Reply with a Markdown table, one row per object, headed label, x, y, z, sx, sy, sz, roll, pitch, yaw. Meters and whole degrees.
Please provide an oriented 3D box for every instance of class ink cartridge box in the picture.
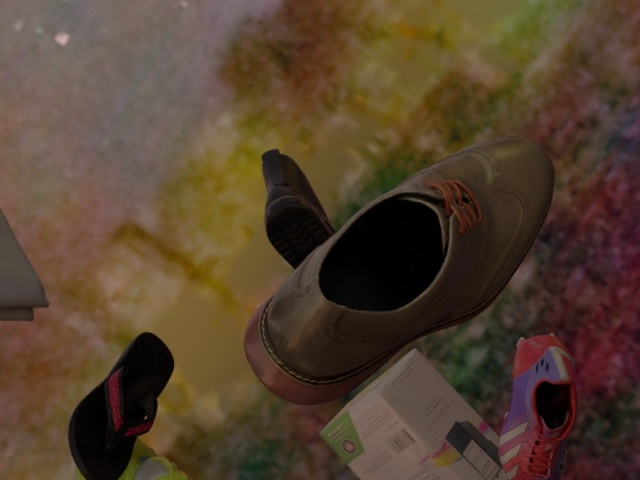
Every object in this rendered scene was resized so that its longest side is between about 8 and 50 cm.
| label | x | y | z | sx | sy | sz | roll | pitch | yaw |
| --- | --- | --- | --- | --- | --- | --- | --- | --- | --- |
| ink cartridge box | 0.193 | 0.367 | 2.451 | 0.119 | 0.353 | 0.207 | -41 | -2 | -40 |

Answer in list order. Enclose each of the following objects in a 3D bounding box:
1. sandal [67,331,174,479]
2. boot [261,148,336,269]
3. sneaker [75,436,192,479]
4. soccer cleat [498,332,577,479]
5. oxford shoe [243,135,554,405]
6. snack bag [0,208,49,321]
| label | x | y | z | sx | sy | sz | roll | pitch | yaw |
| --- | --- | --- | --- | --- | --- | --- | --- | --- | --- |
| sandal | -0.171 | 0.143 | 1.380 | 0.040 | 0.067 | 0.179 | -26 | 25 | 36 |
| boot | 0.000 | 0.000 | 1.672 | 0.077 | 0.198 | 0.137 | -24 | 34 | 7 |
| sneaker | -0.122 | 0.259 | 1.402 | 0.091 | 0.126 | 0.240 | -48 | 47 | 1 |
| soccer cleat | 0.259 | 0.221 | 1.810 | 0.095 | 0.083 | 0.248 | -109 | 15 | -54 |
| oxford shoe | 0.106 | 0.002 | 1.385 | 0.397 | 0.140 | 0.146 | -40 | -9 | -38 |
| snack bag | -0.471 | -0.055 | 1.565 | 0.323 | 0.342 | 0.037 | 1 | -42 | -49 |
